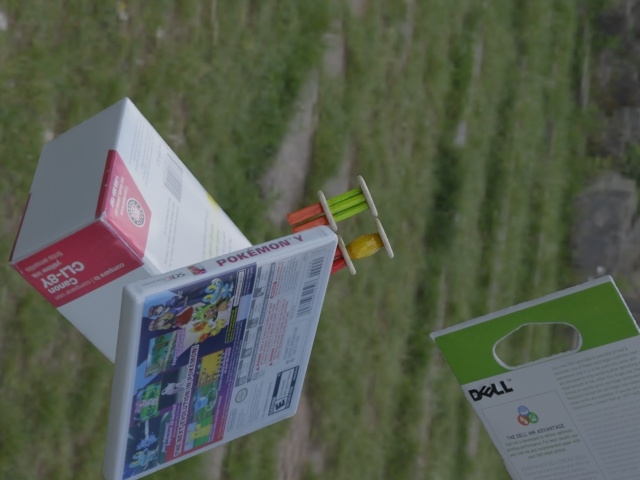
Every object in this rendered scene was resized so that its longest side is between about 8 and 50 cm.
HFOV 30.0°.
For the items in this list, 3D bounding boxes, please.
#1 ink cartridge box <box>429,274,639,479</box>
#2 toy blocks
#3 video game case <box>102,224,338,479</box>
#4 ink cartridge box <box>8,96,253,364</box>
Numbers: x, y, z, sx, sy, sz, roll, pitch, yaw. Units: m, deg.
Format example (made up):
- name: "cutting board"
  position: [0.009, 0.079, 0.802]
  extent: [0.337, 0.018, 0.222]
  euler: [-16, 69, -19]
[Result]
- name: "ink cartridge box"
  position: [0.241, 0.141, 0.995]
  extent: [0.097, 0.189, 0.255]
  euler: [-40, 103, -47]
- name: "toy blocks"
  position: [0.000, 0.000, 1.412]
  extent: [0.054, 0.148, 0.123]
  euler: [-112, 179, -51]
- name: "video game case"
  position: [-0.080, 0.091, 0.940]
  extent: [0.183, 0.023, 0.201]
  euler: [-17, 136, -35]
- name: "ink cartridge box"
  position: [-0.230, 0.040, 1.673]
  extent: [0.384, 0.160, 0.279]
  euler: [51, 22, -33]
